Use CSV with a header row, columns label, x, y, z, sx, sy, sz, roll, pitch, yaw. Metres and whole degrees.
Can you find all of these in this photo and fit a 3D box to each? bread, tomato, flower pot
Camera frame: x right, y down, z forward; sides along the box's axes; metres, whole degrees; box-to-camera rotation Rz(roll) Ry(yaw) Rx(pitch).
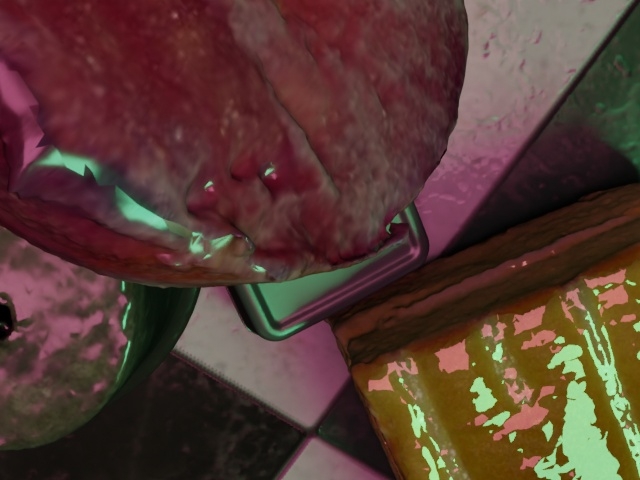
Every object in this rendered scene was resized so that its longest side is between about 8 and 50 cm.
label,x,y,z,sx,sy,sz,roll,pitch,yaw
bread,0.160,0.115,0.815,0.239,0.111,0.246,-23,110,-1
tomato,-0.080,-0.108,0.631,0.176,0.335,0.289,-16,125,41
flower pot,-0.173,0.021,0.710,0.235,0.148,0.235,-3,106,-9

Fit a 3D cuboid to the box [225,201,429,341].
label,x,y,z,sx,sy,sz,roll,pitch,yaw
box,0.000,0.000,0.784,0.126,0.031,0.091,-27,111,-11
